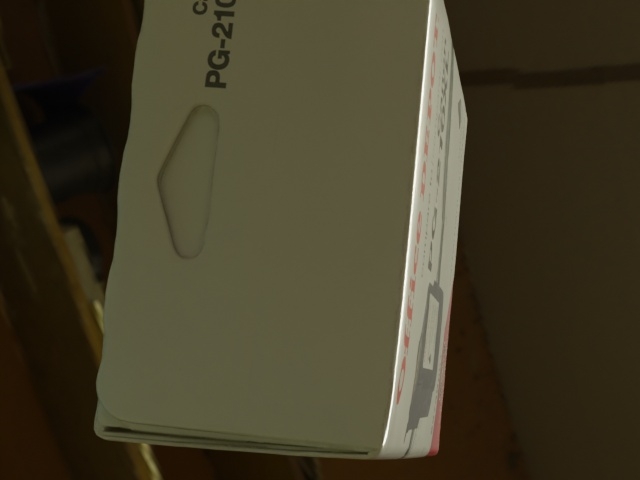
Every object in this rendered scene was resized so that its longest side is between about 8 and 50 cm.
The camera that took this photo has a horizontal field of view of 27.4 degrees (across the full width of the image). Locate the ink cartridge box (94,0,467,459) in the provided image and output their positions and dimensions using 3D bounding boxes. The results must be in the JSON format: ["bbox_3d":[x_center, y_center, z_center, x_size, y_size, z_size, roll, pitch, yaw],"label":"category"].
[{"bbox_3d":[0.000,0.000,0.533,0.100,0.237,0.172,4,-98,10],"label":"ink cartridge box"}]
